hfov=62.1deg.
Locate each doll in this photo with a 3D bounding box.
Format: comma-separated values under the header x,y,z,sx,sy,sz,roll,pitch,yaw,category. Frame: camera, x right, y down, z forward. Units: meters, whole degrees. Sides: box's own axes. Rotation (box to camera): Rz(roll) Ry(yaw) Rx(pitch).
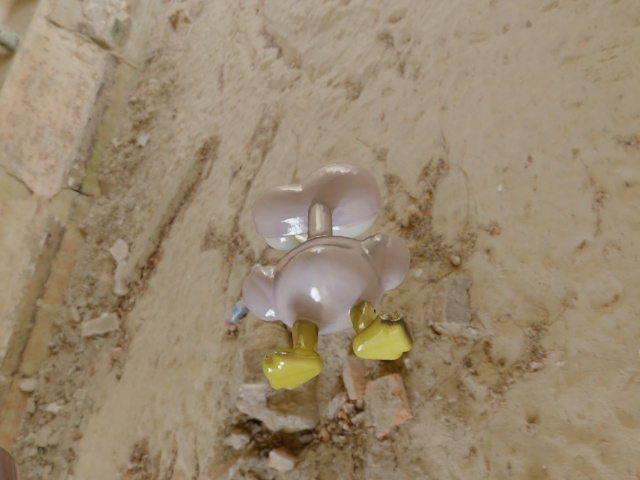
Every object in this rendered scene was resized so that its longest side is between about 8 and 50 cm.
x,y,z,sx,sy,sz,roll,pitch,yaw,category
0.000,-0.001,0.553,0.160,0.094,0.365,-17,23,4,doll

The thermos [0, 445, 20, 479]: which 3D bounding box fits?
x,y,z,sx,sy,sz,roll,pitch,yaw,category
-0.272,0.285,0.388,0.176,0.146,0.265,-29,42,-21,thermos
